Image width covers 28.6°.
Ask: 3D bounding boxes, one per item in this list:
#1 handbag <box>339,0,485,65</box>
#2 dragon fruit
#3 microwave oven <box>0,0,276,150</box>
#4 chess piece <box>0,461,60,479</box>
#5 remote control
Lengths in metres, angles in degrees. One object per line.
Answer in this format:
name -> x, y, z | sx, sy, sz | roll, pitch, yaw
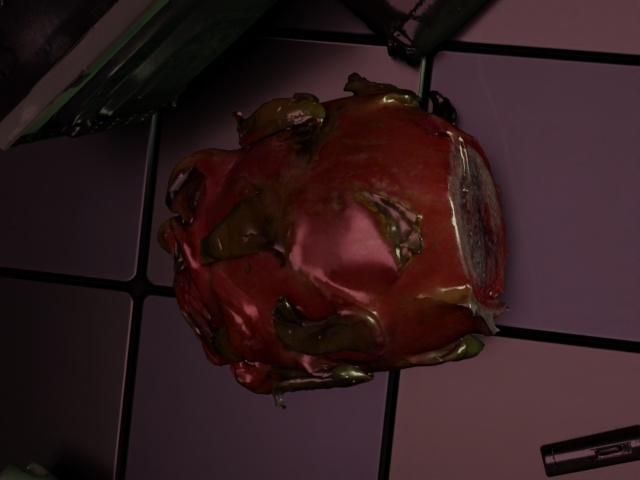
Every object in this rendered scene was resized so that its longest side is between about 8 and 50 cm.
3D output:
handbag -> 0.086, -0.311, 1.100 | 0.223, 0.080, 0.247 | 46, 98, 8
dragon fruit -> 0.000, 0.000, 1.038 | 0.291, 0.250, 0.269 | -8, 83, 26
microwave oven -> -0.150, -0.227, 1.035 | 0.295, 0.237, 0.181 | -38, 83, 28
chess piece -> -0.183, 0.328, 1.102 | 0.299, 0.194, 0.195 | 33, 96, 18
remote control -> 0.239, 0.186, 1.097 | 0.091, 0.016, 0.034 | -14, 91, 11
